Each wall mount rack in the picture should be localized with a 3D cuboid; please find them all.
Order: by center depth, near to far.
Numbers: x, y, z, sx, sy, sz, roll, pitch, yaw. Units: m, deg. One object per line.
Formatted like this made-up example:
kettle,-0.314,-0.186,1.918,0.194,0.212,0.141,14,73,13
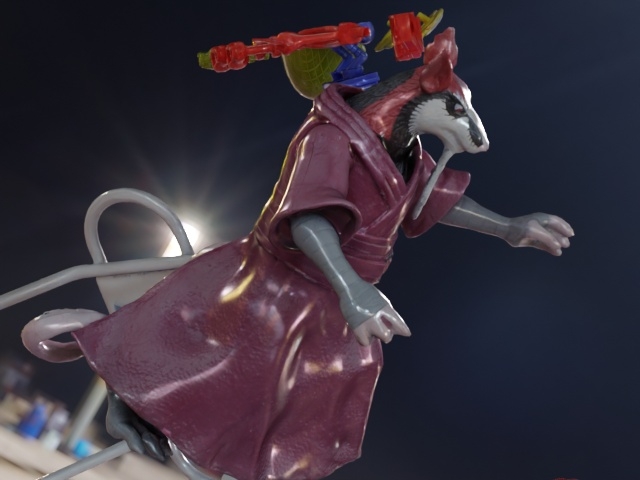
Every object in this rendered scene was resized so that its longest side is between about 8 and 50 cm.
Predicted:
wall mount rack,-0.203,0.133,1.728,0.304,0.130,0.350,-7,-65,26

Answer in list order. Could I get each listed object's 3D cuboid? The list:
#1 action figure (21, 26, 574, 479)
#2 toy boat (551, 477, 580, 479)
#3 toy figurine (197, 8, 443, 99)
action figure,0.000,0.000,1.312,0.276,0.370,0.248,34,16,26
toy boat,0.133,0.279,1.509,0.151,0.231,0.151,37,31,11
toy figurine,0.004,-0.097,1.740,0.191,0.217,0.362,-10,5,-15
